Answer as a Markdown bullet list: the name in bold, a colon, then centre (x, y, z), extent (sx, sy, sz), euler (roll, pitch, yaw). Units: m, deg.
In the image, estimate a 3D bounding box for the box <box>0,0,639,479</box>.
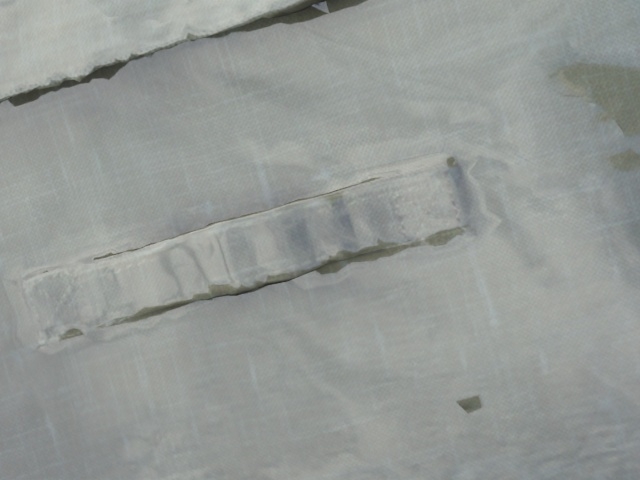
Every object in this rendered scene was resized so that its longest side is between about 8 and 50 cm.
- **box**: centre (0.000, 0.000, 0.446), extent (0.231, 0.155, 0.149), euler (-16, 92, 15)
